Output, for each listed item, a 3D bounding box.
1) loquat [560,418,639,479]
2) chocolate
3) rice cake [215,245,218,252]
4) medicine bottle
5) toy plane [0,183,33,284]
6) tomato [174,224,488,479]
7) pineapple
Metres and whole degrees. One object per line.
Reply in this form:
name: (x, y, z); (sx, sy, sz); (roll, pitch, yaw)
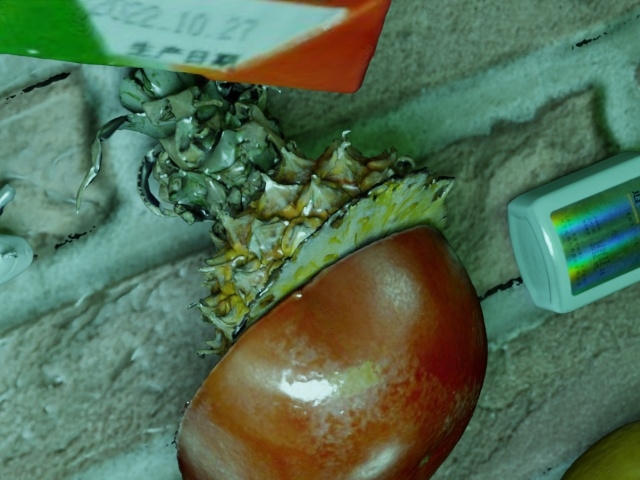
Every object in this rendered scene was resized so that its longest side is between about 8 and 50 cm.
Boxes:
loquat: (0.360, 0.315, 1.605); (0.328, 0.328, 0.328); (-1, 92, -22)
chocolate: (-0.110, -0.326, 1.426); (0.341, 0.161, 0.360); (5, 68, -22)
rice cake: (0.000, 0.000, 1.602); (0.211, 0.034, 0.043); (-6, 85, -20)
medicine bottle: (0.304, -0.021, 1.698); (0.229, 0.083, 0.121); (-22, 103, -21)
toy plane: (-0.378, 0.035, 1.416); (0.273, 0.107, 0.182); (3, 86, -18)
tomato: (0.038, 0.148, 1.464); (0.338, 0.338, 0.144); (-37, 68, -17)
pineapple: (-0.066, -0.052, 1.481); (0.262, 0.262, 0.272); (-35, 67, -17)
